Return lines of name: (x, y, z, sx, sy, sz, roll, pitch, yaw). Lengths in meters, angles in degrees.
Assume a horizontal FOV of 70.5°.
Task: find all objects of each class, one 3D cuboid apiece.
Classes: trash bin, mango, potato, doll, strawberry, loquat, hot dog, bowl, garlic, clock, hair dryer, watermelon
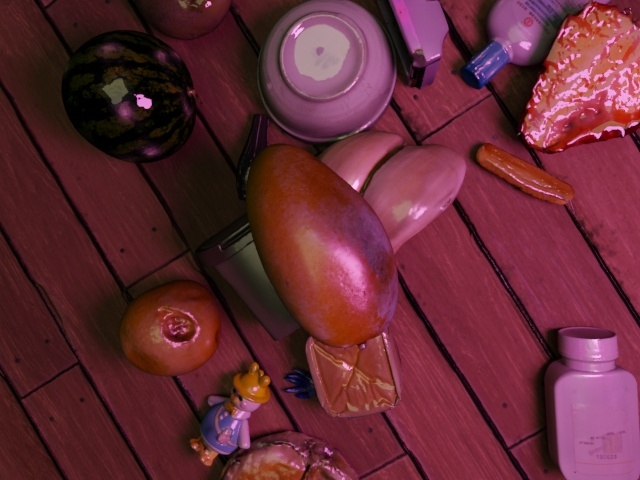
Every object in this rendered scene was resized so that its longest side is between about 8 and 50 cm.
trash bin: (-0.095, 0.050, 0.941, 0.219, 0.219, 0.250, -34, 95, 7)
mango: (0.000, 0.000, 0.760, 0.221, 0.199, 0.384, -20, 80, -36)
potato: (-0.299, -0.530, 0.969, 0.235, 0.160, 0.178, 31, 70, 14)
doll: (-0.192, 0.383, 1.012, 0.098, 0.135, 0.241, 31, 97, -24)
strawberry: (0.545, -0.289, 0.889, 0.253, 0.150, 0.280, 23, 107, 10)
loquat: (-0.317, 0.191, 0.968, 0.213, 0.213, 0.213, 0, 92, 6)
hot dog: (0.423, -0.133, 0.952, 0.215, 0.047, 0.066, 27, 58, 4)
bowl: (0.010, -0.359, 0.939, 0.307, 0.163, 0.307, 0, 94, 4)
garlic: (0.126, -0.090, 0.923, 0.313, 0.249, 0.286, -54, 43, 11)
clock: (0.178, -0.444, 0.900, 0.083, 0.186, 0.253, -22, 90, 9)
hair dryer: (-0.089, -0.176, 0.954, 0.219, 0.075, 0.196, 6, 85, 41)
watermelon: (-0.388, -0.298, 0.939, 0.268, 0.269, 0.269, 0, 92, 6)

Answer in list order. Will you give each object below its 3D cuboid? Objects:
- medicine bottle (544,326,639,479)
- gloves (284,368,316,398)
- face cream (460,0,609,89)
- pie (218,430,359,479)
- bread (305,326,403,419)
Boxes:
medicine bottle: (0.549, 0.332, 0.923, 0.161, 0.111, 0.296, -5, 93, 5)
gloves: (-0.042, 0.329, 1.027, 0.086, 0.026, 0.064, 21, 96, 5)
face cream: (0.432, -0.449, 0.924, 0.336, 0.080, 0.163, -44, 88, 6)
pie: (-0.068, 0.588, 1.016, 0.339, 0.077, 0.339, 0, 93, 3)
bread: (0.073, 0.256, 0.972, 0.192, 0.110, 0.210, -18, 89, 13)
